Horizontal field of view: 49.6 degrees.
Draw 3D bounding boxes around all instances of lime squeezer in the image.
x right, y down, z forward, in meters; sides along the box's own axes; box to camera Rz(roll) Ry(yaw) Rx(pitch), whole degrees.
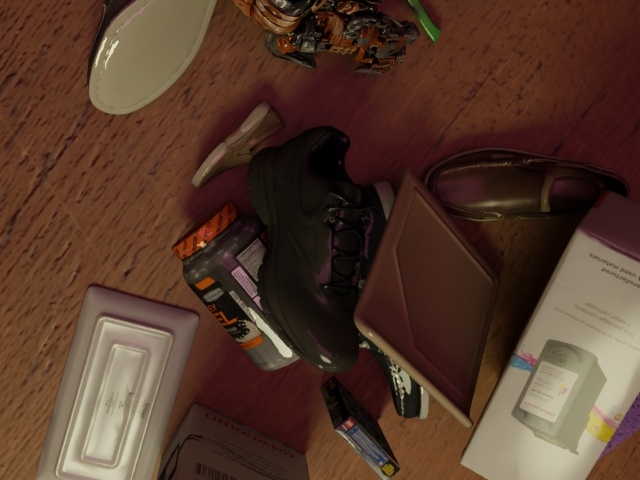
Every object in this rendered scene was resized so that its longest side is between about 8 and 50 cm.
[{"bbox_3d":[0.021,-0.351,0.827,0.311,0.058,0.110,20,128,-10],"label":"lime squeezer"}]

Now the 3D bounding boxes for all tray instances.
[{"bbox_3d":[-0.259,0.204,0.875,0.145,0.030,0.270,16,96,-11],"label":"tray"}]

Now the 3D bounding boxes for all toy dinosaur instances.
[{"bbox_3d":[-0.014,-0.280,0.735,0.322,0.218,0.164,-4,60,-44],"label":"toy dinosaur"}]

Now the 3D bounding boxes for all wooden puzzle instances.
[{"bbox_3d":[0.128,0.065,0.808,0.221,0.044,0.238,45,47,-31],"label":"wooden puzzle"}]

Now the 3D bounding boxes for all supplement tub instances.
[{"bbox_3d":[-0.083,0.053,0.832,0.117,0.117,0.190,-39,101,-1],"label":"supplement tub"}]

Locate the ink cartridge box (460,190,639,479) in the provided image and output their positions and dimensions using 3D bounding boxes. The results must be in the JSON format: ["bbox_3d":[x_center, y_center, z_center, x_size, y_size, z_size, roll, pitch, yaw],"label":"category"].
[{"bbox_3d":[0.298,0.118,0.786,0.131,0.226,0.306,27,116,19],"label":"ink cartridge box"}]

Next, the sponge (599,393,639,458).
[{"bbox_3d":[0.378,0.238,0.964,0.210,0.031,0.117,-37,101,-1],"label":"sponge"}]

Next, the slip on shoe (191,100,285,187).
[{"bbox_3d":[-0.099,-0.109,0.841,0.041,0.051,0.135,44,83,-9],"label":"slip on shoe"}]

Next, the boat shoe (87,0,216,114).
[{"bbox_3d":[-0.178,-0.284,0.780,0.109,0.091,0.305,14,117,-50],"label":"boat shoe"}]

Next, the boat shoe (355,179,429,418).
[{"bbox_3d":[0.068,0.080,0.864,0.091,0.114,0.302,-12,87,-5],"label":"boat shoe"}]

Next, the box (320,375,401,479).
[{"bbox_3d":[0.047,0.231,0.864,0.027,0.137,0.094,-41,102,0],"label":"box"}]

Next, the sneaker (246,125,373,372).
[{"bbox_3d":[0.000,0.000,0.758,0.130,0.109,0.286,-28,66,36],"label":"sneaker"}]

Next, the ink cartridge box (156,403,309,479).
[{"bbox_3d":[-0.102,0.310,0.807,0.172,0.237,0.100,29,96,-11],"label":"ink cartridge box"}]

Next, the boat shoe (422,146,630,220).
[{"bbox_3d":[0.261,-0.070,0.869,0.258,0.095,0.095,-3,99,-7],"label":"boat shoe"}]
